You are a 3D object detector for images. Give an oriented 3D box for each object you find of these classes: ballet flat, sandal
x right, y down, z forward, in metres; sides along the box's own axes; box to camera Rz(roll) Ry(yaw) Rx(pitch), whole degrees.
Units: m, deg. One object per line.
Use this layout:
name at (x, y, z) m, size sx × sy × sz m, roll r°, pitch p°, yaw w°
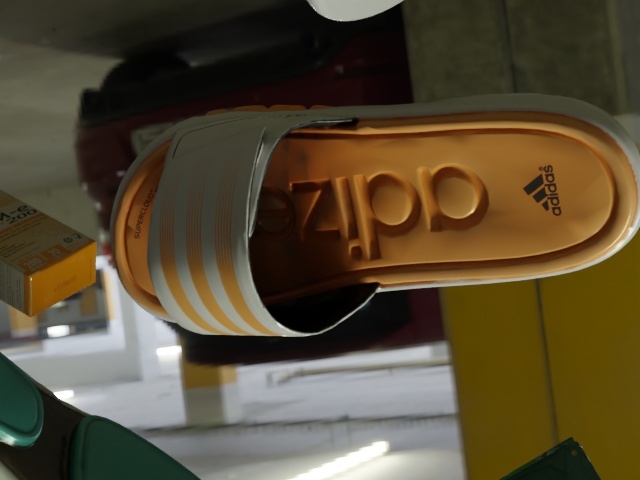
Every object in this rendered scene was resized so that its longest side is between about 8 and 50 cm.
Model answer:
ballet flat at (-0.192, 0.157, 0.716) m, size 0.400 × 0.139 × 0.139 m, roll 41°, pitch 157°, yaw -21°
sandal at (-0.002, -0.010, 0.483) m, size 0.265 × 0.102 × 0.076 m, roll -9°, pitch -168°, yaw 32°

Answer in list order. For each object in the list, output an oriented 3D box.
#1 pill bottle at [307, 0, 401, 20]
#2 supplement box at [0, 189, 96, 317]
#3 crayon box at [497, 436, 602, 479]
pill bottle at (-0.009, -0.234, 0.679) m, size 0.108 × 0.193 × 0.108 m, roll -29°, pitch 159°, yaw -12°
supplement box at (-0.210, 0.007, 0.785) m, size 0.098 × 0.036 × 0.062 m, roll 25°, pitch -144°, yaw 26°
crayon box at (0.193, 0.310, 0.858) m, size 0.165 × 0.278 × 0.081 m, roll -31°, pitch 165°, yaw 2°
